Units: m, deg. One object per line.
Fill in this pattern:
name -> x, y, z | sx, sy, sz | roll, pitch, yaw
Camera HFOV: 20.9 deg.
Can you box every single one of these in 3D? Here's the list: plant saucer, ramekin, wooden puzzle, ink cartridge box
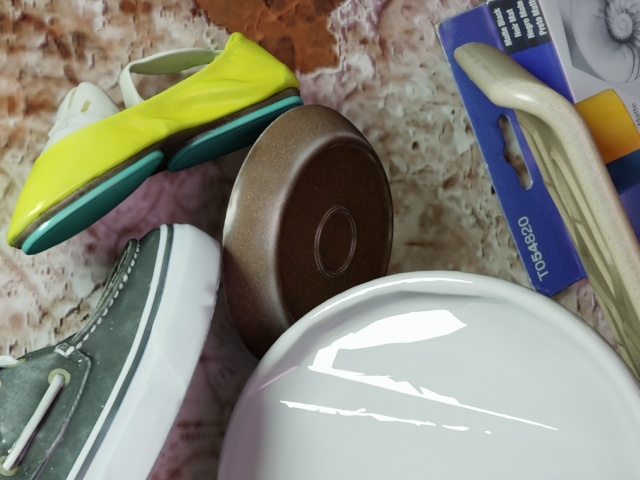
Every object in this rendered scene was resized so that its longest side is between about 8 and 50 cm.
plant saucer -> 0.000, 0.000, 1.085 | 0.168, 0.029, 0.168 | -20, 114, -53
ramekin -> 0.083, 0.152, 1.031 | 0.127, 0.273, 0.273 | -2, 84, -71
wooden puzzle -> 0.207, 0.025, 1.082 | 0.080, 0.322, 0.348 | -29, 99, 6
ink cartridge box -> 0.210, -0.096, 1.278 | 0.224, 0.045, 0.223 | -28, 101, -35

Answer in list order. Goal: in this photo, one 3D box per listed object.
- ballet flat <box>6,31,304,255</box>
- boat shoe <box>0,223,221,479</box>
ballet flat -> -0.110, -0.066, 1.035 | 0.231, 0.077, 0.077 | -30, 81, -37
boat shoe -> -0.154, 0.113, 0.942 | 0.119, 0.121, 0.335 | 27, 56, -6
